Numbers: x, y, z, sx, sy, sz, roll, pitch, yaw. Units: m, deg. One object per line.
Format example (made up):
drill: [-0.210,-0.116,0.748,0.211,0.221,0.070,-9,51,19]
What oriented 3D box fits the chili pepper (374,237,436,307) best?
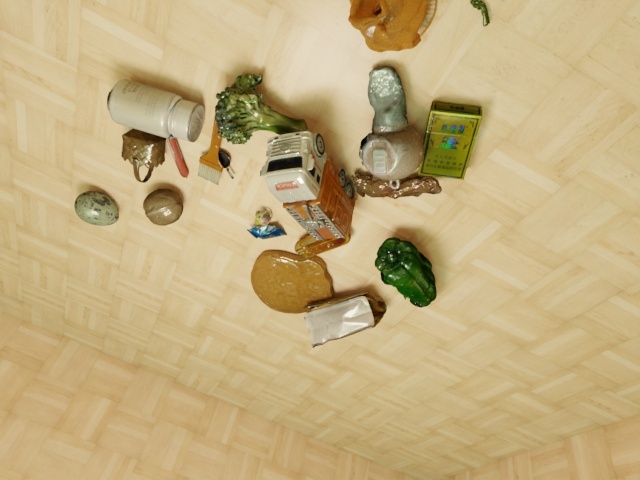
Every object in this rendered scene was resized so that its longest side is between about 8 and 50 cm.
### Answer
chili pepper: [0.328,0.121,1.649,0.167,0.213,0.385,-46,142,-3]

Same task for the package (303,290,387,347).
package: [0.095,0.303,1.883,0.311,0.221,0.165,-22,94,26]

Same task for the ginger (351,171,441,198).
ginger: [0.246,-0.181,1.434,0.290,0.084,0.122,5,137,22]

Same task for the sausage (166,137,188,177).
sausage: [-0.506,-0.319,1.547,0.034,0.034,0.253,5,135,12]

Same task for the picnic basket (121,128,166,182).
picnic basket: [-0.613,-0.287,1.539,0.137,0.128,0.178,16,126,2]

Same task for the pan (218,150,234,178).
pan: [-0.333,-0.267,1.553,0.068,0.023,0.115,-12,126,25]

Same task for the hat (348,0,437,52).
hat: [0.164,-0.521,1.011,0.233,0.233,0.244,35,134,-20]

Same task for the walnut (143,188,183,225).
walnut: [-0.598,-0.128,1.692,0.162,0.140,0.140,-18,127,17]

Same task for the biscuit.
biscuit: [-0.127,0.198,1.927,0.365,0.062,0.385,4,135,11]

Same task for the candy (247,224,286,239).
candy: [-0.209,-0.031,1.736,0.136,0.038,0.088,-6,152,19]

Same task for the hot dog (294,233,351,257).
hot dog: [0.000,0.000,1.692,0.250,0.076,0.104,-20,145,36]

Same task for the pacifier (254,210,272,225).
pacifier: [-0.223,-0.092,1.680,0.064,0.083,0.068,37,106,33]

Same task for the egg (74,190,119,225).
egg: [-0.895,-0.125,1.782,0.132,0.132,0.172,-29,131,36]

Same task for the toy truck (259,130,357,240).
toy truck: [-0.027,-0.154,1.388,0.173,0.207,0.387,-5,152,25]

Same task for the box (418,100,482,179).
box: [0.374,-0.289,1.300,0.141,0.064,0.220,9,137,9]

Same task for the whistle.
whistle: [0.206,-0.321,1.279,0.189,0.189,0.348,-2,111,18]

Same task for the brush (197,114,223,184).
brush: [-0.352,-0.319,1.487,0.090,0.017,0.314,24,132,-3]

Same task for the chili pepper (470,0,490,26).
chili pepper: [0.385,-0.554,1.065,0.027,0.022,0.083,-27,125,34]

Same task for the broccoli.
broccoli: [-0.182,-0.397,1.335,0.274,0.177,0.198,-10,99,-12]

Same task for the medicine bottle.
medicine bottle: [-0.507,-0.400,1.388,0.258,0.143,0.143,17,136,1]
